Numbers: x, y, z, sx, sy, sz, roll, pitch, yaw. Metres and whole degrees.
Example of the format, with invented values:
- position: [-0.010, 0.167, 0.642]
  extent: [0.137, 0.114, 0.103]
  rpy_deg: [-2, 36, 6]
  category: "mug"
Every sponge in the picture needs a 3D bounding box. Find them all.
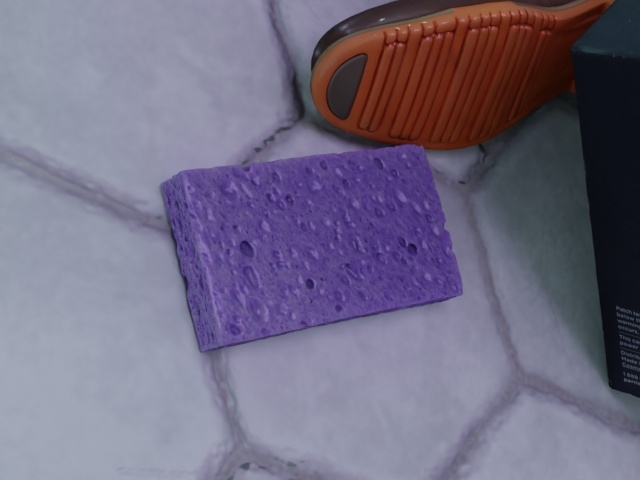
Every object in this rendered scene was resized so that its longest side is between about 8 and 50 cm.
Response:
- position: [0.000, 0.000, 0.857]
  extent: [0.210, 0.031, 0.117]
  rpy_deg: [-9, 79, -36]
  category: "sponge"

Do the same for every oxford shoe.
- position: [0.129, -0.167, 0.969]
  extent: [0.363, 0.130, 0.133]
  rpy_deg: [-14, 53, -33]
  category: "oxford shoe"

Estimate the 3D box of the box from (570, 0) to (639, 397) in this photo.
- position: [0.358, -0.083, 0.946]
  extent: [0.343, 0.179, 0.313]
  rpy_deg: [-44, 135, -36]
  category: "box"
